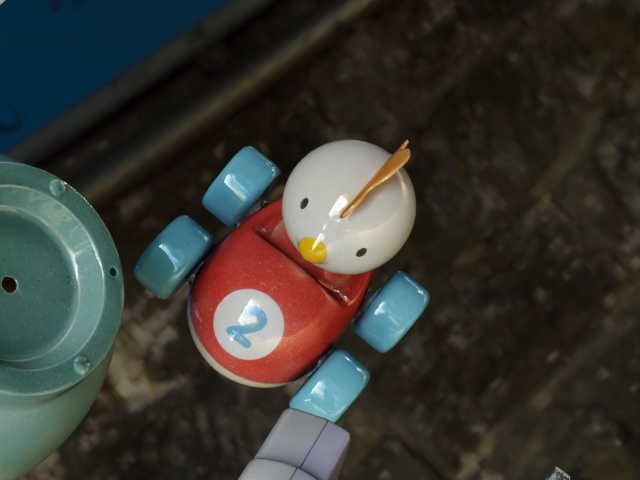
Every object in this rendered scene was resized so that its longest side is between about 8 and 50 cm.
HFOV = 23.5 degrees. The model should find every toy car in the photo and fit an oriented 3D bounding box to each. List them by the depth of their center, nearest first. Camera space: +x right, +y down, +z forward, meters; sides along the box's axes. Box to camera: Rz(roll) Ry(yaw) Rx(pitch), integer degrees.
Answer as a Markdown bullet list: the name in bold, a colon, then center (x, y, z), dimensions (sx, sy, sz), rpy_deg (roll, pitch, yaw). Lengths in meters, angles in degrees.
- **toy car**: center (0.000, 0.000, 1.295), dimensions (0.210, 0.219, 0.238), rpy_deg (-49, -2, -38)

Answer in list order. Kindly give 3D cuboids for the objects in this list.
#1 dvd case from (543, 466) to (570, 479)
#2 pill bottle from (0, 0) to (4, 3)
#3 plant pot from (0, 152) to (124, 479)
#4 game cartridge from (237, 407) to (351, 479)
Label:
- **dvd case**: center (0.101, 0.180, 0.820), dimensions (0.087, 0.013, 0.119), rpy_deg (-53, 1, 22)
- **pill bottle**: center (-0.351, -0.299, 1.419), dimensions (0.103, 0.103, 0.184), rpy_deg (-42, -39, -16)
- **plant pot**: center (-0.269, 0.049, 1.158), dimensions (0.196, 0.293, 0.293), rpy_deg (-23, 12, 47)
- **game cartridge**: center (-0.082, 0.277, 0.847), dimensions (0.355, 0.068, 0.230), rpy_deg (-55, -10, -51)
